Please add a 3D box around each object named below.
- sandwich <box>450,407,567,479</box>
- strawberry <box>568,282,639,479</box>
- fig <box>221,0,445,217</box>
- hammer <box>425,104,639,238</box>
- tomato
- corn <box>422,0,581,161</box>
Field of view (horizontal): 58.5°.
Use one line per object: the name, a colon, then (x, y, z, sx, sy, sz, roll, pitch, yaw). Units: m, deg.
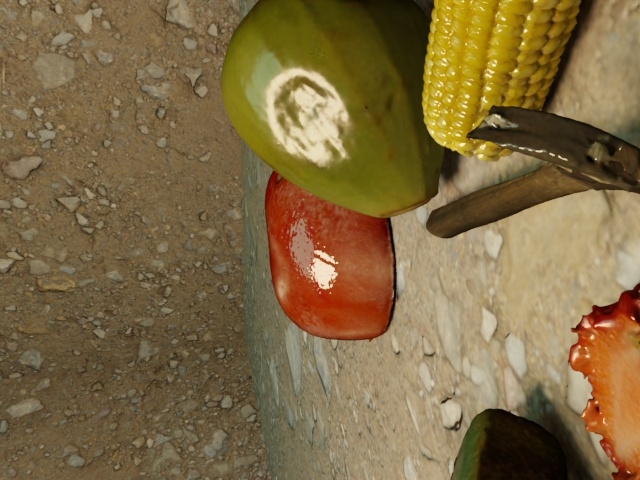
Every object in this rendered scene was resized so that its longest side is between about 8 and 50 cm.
sandwich: (0.075, 0.275, 0.460, 0.301, 0.162, 0.250, 90, -155, -53)
strawberry: (0.183, 0.083, 0.308, 0.152, 0.048, 0.104, 76, 168, -47)
fig: (0.024, -0.137, 0.530, 0.230, 0.207, 0.207, 50, 149, 33)
hammer: (0.132, -0.027, 0.418, 0.027, 0.125, 0.297, -63, 1, -6)
tomato: (-0.010, 0.000, 0.856, 0.338, 0.144, 0.338, 175, 90, -78)
corn: (0.118, -0.166, 0.345, 0.093, 0.093, 0.244, -111, 19, -46)
